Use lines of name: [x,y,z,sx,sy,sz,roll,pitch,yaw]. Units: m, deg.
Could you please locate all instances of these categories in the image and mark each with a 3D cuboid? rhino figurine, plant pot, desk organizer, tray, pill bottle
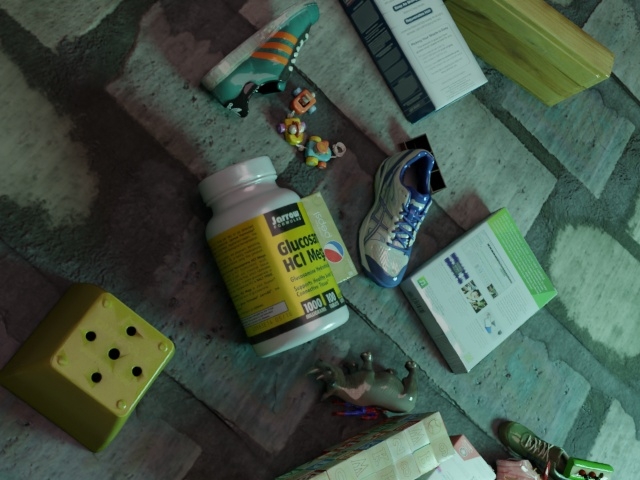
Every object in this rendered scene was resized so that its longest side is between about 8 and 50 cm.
rhino figurine: [0.082,0.270,1.687,0.243,0.073,0.106,12,47,-23]
plant pot: [-0.356,0.193,1.424,0.212,0.187,0.212,41,62,-13]
desk organizer: [0.219,-0.159,1.903,0.047,0.050,0.130,-19,86,-31]
tray: [0.442,-0.466,2.015,0.411,0.203,0.076,30,66,-18]
pill bottle: [-0.093,0.026,1.607,0.188,0.188,0.334,-23,88,-31]

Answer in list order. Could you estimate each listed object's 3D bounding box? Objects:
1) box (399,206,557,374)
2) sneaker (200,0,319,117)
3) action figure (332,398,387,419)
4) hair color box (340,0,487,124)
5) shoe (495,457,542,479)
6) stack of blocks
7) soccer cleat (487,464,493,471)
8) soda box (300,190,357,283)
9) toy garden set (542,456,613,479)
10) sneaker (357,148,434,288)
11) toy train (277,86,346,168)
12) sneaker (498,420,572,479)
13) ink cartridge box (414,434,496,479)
box: [0.342,0.102,1.899,0.322,0.058,0.232,-33,94,-29]
sneaker: [-0.095,-0.359,1.763,0.302,0.108,0.121,-44,100,-21]
action figure: [0.079,0.327,1.714,0.115,0.030,0.038,9,68,-28]
hair color box: [0.197,-0.448,1.936,0.174,0.105,0.347,-31,93,-31]
shoe: [0.439,0.495,1.840,0.178,0.063,0.081,8,78,-22]
stack of blocks: [0.073,0.410,1.605,0.297,0.171,0.087,-20,87,-30]
soccer cleat: [0.334,0.498,1.805,0.035,0.029,0.083,14,75,-29]
soda box: [0.000,0.000,1.740,0.061,0.058,0.181,-24,89,-31]
toy garden set: [0.480,0.560,1.794,0.203,0.049,0.244,16,96,-24]
sneaker: [0.159,-0.053,1.798,0.111,0.131,0.296,16,71,-26]
toy train: [-0.014,-0.229,1.800,0.125,0.046,0.166,-41,97,-30]
sneaker: [0.468,0.441,1.857,0.192,0.086,0.064,41,62,-13]
ink cartridge box: [0.239,0.490,1.733,0.198,0.067,0.115,-42,98,-31]
